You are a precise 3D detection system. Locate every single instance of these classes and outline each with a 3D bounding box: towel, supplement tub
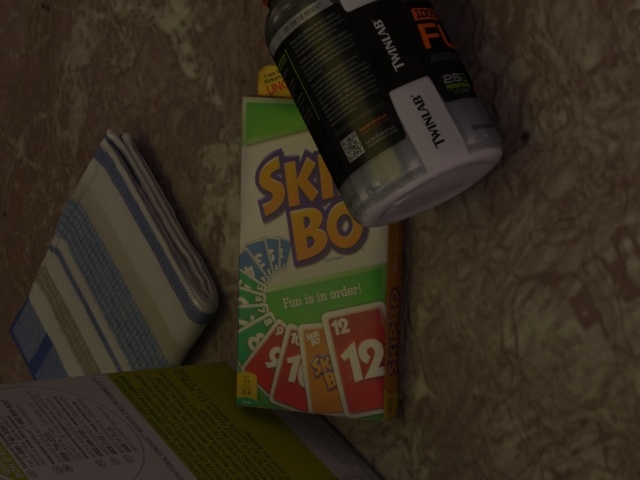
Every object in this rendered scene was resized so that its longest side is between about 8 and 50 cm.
[{"bbox_3d":[-0.190,0.066,1.622,0.209,0.034,0.285,58,136,28],"label":"towel"},{"bbox_3d":[0.036,-0.115,1.235,0.117,0.117,0.190,-38,74,46],"label":"supplement tub"}]

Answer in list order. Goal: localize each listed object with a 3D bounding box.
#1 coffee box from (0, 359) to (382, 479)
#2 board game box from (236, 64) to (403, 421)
[{"bbox_3d":[-0.130,0.324,1.324,0.338,0.334,0.338,43,125,40],"label":"coffee box"},{"bbox_3d":[0.000,0.000,1.340,0.124,0.039,0.259,4,94,24],"label":"board game box"}]
